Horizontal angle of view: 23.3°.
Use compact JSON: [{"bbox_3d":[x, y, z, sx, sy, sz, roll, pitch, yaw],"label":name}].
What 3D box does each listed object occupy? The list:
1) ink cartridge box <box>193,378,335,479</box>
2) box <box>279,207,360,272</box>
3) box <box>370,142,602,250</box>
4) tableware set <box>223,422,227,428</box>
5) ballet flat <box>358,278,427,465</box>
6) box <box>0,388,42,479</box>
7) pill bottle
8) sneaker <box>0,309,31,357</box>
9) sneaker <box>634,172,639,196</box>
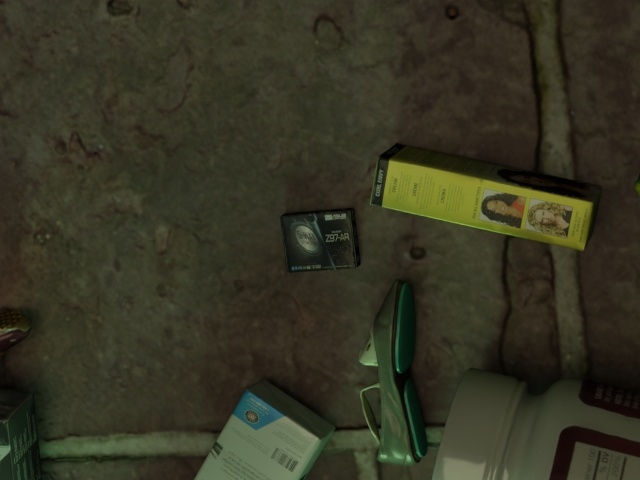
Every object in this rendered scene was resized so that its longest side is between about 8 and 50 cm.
[{"bbox_3d":[-0.075,0.262,1.767,0.104,0.060,0.180,33,106,10],"label":"ink cartridge box"},{"bbox_3d":[0.000,0.000,1.739,0.083,0.018,0.067,-4,100,17],"label":"box"},{"bbox_3d":[0.176,-0.048,1.646,0.232,0.087,0.058,12,106,12],"label":"box"},{"bbox_3d":[-0.083,0.259,1.812,0.104,0.024,0.154,46,109,3],"label":"tableware set"},{"bbox_3d":[0.074,0.149,1.722,0.068,0.072,0.213,-3,101,21],"label":"ballet flat"},{"bbox_3d":[-0.456,0.318,1.873,0.242,0.076,0.307,6,114,15],"label":"box"},{"bbox_3d":[0.319,0.270,1.595,0.392,0.224,0.224,14,104,13],"label":"pill bottle"},{"bbox_3d":[-0.412,0.147,1.866,0.185,0.069,0.084,-21,104,25],"label":"sneaker"},{"bbox_3d":[0.458,-0.106,1.558,0.295,0.109,0.123,-21,69,22],"label":"sneaker"}]
